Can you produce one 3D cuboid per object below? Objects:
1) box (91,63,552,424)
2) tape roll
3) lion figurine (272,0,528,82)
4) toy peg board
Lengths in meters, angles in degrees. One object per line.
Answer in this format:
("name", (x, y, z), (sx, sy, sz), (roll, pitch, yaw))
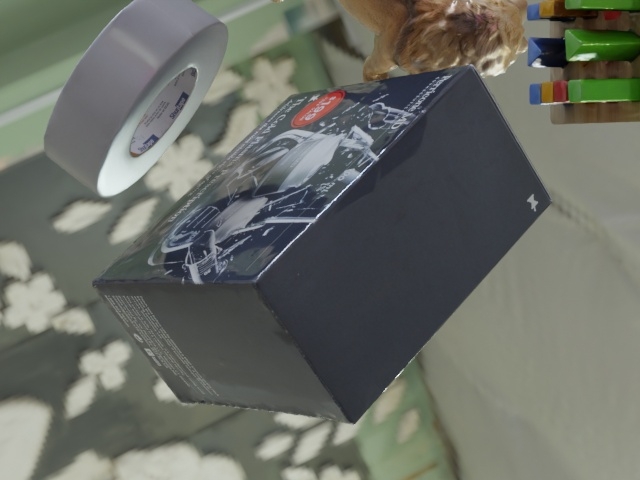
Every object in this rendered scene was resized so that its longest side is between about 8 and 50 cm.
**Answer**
("box", (0.000, 0.000, 1.567), (0.312, 0.343, 0.179), (-1, -52, 53))
("tape roll", (-0.188, -0.152, 1.578), (0.072, 0.219, 0.219), (35, -17, 8))
("lion figurine", (0.054, -0.312, 1.804), (0.392, 0.142, 0.240), (35, -17, -8))
("toy peg board", (0.218, -0.180, 1.307), (0.160, 0.079, 0.161), (-173, -99, -65))
